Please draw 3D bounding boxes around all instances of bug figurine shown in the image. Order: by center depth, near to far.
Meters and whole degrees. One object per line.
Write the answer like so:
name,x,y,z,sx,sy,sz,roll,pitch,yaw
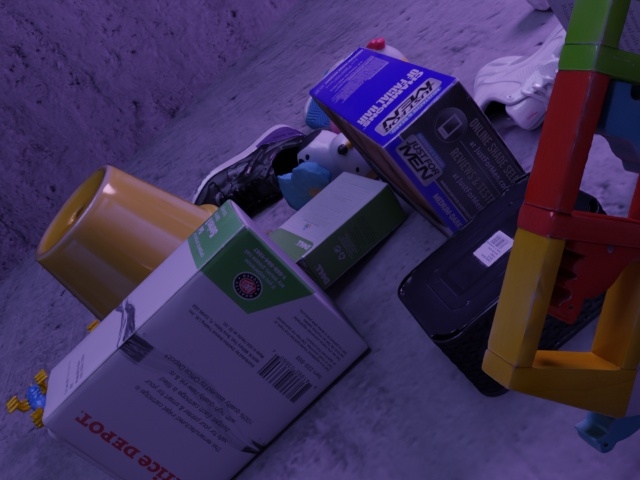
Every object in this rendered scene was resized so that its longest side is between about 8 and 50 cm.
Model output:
bug figurine,-0.420,0.234,1.205,0.279,0.072,0.216,-44,31,-12

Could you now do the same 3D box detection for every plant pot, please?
plant pot,-0.258,0.025,0.976,0.254,0.239,0.254,-36,30,26

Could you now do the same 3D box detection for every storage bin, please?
storage bin,0.174,0.035,0.615,0.180,0.084,0.122,-42,25,4

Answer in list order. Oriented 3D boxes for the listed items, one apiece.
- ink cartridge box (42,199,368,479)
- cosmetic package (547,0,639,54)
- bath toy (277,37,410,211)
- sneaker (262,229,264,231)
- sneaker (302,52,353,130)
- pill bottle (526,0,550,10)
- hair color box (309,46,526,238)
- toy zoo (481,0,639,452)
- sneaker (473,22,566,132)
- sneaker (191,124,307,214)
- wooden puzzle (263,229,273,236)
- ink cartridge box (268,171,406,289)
ink cartridge box,-0.128,0.133,0.759,0.289,0.211,0.121,-43,25,0
cosmetic package,0.384,-0.172,0.476,0.156,0.217,0.385,-50,27,-13
bath toy,0.061,-0.196,1.098,0.151,0.129,0.348,16,57,23
sneaker,-0.155,0.036,1.136,0.166,0.065,0.076,-40,20,2
sneaker,0.022,-0.283,1.355,0.092,0.087,0.229,-28,21,44
pill bottle,0.378,-0.432,1.050,0.137,0.078,0.078,-42,25,4
hair color box,0.112,-0.121,0.832,0.110,0.185,0.339,-42,24,3
toy zoo,0.205,-0.007,0.408,0.030,0.192,0.293,-145,64,-64
sneaker,0.278,-0.186,0.825,0.232,0.090,0.115,-24,36,53
sneaker,-0.131,-0.108,1.280,0.283,0.107,0.124,-46,31,-6
wooden puzzle,-0.117,0.105,0.999,0.221,0.044,0.239,-42,29,2
ink cartridge box,0.000,0.000,0.905,0.209,0.062,0.109,-41,31,-15
